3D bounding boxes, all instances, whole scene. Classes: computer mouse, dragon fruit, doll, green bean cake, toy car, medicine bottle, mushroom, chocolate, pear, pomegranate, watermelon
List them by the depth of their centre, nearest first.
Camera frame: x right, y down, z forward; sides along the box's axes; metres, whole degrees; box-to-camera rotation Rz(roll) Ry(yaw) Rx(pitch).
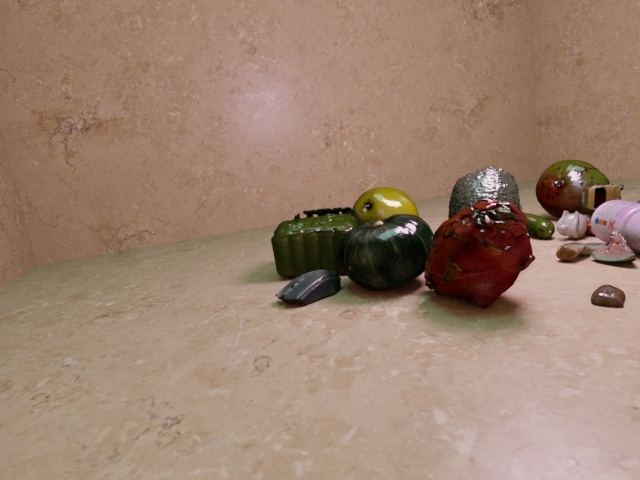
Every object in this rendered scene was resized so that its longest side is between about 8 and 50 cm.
[{"bbox_3d":[0.661,0.121,0.958,0.064,0.031,0.100,8,16,42],"label":"chocolate"},{"bbox_3d":[0.387,0.039,1.044,0.315,0.250,0.250,-51,-13,28],"label":"dragon fruit"},{"bbox_3d":[0.855,0.033,1.218,0.101,0.080,0.155,-15,24,10],"label":"watermelon"},{"bbox_3d":[-0.035,0.135,1.270,0.231,0.071,0.126,-16,13,-37],"label":"computer mouse"},{"bbox_3d":[0.974,-0.042,1.296,0.151,0.152,0.254,-6,10,6],"label":"medicine bottle"},{"bbox_3d":[0.823,0.029,1.317,0.201,0.055,0.059,-7,14,-28],"label":"mushroom"},{"bbox_3d":[0.536,-0.065,1.342,0.247,0.247,0.350,-4,46,20],"label":"doll"},{"bbox_3d":[1.052,-0.067,1.567,0.383,0.099,0.188,-3,8,-15],"label":"doll"},{"bbox_3d":[1.049,-0.161,1.575,0.124,0.101,0.256,3,7,24],"label":"toy car"},{"bbox_3d":[0.000,0.000,1.592,0.334,0.218,0.319,-8,10,6],"label":"green bean cake"},{"bbox_3d":[0.269,-0.092,1.760,0.293,0.295,0.294,-7,10,1],"label":"pear"},{"bbox_3d":[1.166,-0.231,1.895,0.322,0.291,0.291,-1,8,-14],"label":"pomegranate"}]

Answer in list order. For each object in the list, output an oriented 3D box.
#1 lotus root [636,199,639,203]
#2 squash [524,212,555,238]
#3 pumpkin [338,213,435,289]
[{"bbox_3d":[1.456,-0.171,1.678,0.313,0.142,0.169,-3,7,29],"label":"lotus root"},{"bbox_3d":[0.859,-0.068,1.719,0.087,0.087,0.331,-6,9,6],"label":"squash"},{"bbox_3d":[0.201,0.038,1.284,0.299,0.208,0.300,-20,14,5],"label":"pumpkin"}]
